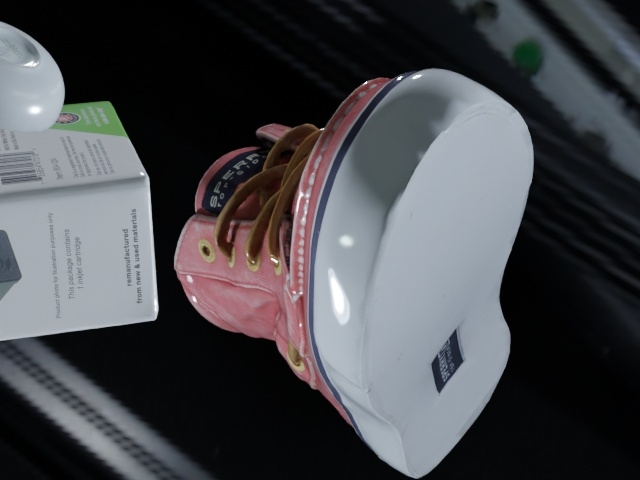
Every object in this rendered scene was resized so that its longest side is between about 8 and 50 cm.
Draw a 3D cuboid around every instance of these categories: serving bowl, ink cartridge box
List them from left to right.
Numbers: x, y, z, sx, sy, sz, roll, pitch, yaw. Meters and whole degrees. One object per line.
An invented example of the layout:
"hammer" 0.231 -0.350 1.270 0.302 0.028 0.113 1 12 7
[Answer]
"ink cartridge box" -0.271 -0.012 1.225 0.272 0.115 0.198 -7 -157 -13
"serving bowl" -0.177 -0.097 0.929 0.083 0.027 0.083 26 -148 -17

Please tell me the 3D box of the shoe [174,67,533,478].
"shoe" 0.000 0.000 0.403 0.081 0.178 0.063 35 -105 18
